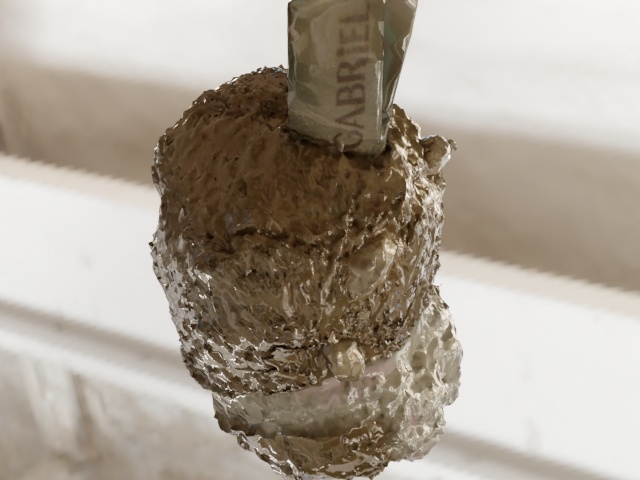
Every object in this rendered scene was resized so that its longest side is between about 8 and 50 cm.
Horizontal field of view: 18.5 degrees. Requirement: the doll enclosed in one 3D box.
[{"bbox_3d":[-0.004,0.002,0.688,0.115,0.221,0.105,21,-123,18],"label":"doll"}]
